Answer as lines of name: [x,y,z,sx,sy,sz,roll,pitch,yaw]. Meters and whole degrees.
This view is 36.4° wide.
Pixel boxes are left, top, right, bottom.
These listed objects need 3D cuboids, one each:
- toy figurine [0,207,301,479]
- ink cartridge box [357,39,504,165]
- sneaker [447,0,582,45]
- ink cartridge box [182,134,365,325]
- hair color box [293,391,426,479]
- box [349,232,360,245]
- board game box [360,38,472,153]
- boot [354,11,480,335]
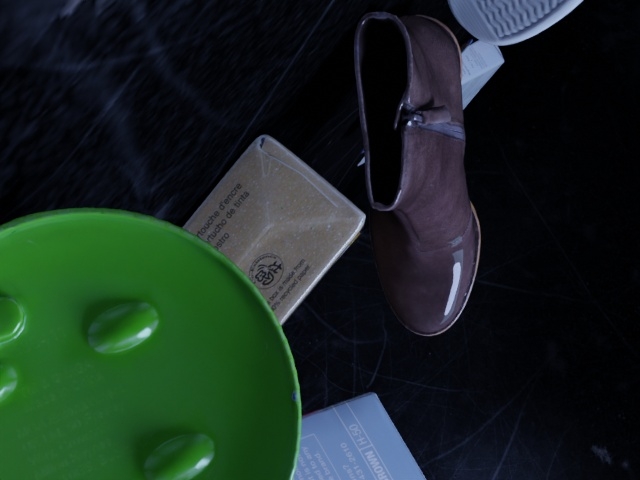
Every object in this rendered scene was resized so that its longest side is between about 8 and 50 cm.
toy figurine: [-0.110,0.074,0.354,0.173,0.130,0.159,-24,179,-21]
ink cartridge box: [0.164,-0.223,1.569,0.232,0.066,0.189,-25,171,-19]
sneaker: [0.188,-0.238,0.629,0.151,0.094,0.256,-39,170,-41]
ink cartridge box: [-0.072,0.047,0.674,0.234,0.088,0.193,-51,180,1]
hair color box: [-0.119,0.219,0.557,0.374,0.113,0.185,-12,152,-42]
box: [0.000,0.000,1.520,0.028,0.081,0.136,-48,179,-34]
board game box: [0.092,-0.165,1.045,0.169,0.033,0.133,-44,-175,23]
boot: [0.057,-0.034,0.687,0.207,0.090,0.248,-31,121,-71]
